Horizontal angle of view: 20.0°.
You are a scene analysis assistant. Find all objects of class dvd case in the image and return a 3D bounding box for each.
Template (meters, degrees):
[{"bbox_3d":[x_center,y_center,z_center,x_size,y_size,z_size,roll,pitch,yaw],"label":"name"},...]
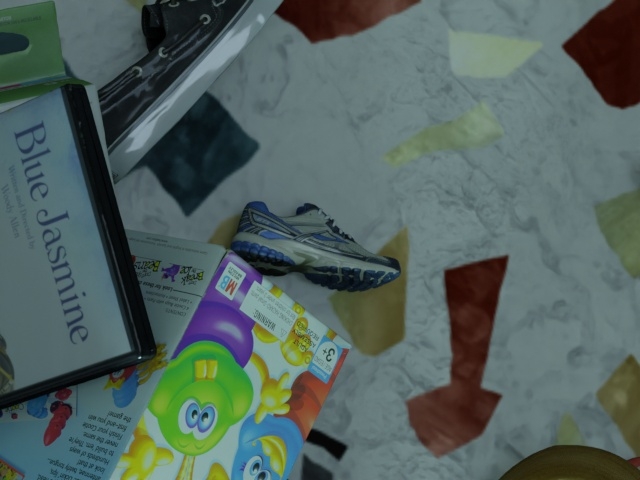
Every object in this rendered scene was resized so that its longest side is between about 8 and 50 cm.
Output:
[{"bbox_3d":[-0.231,0.024,1.181,0.022,0.253,0.180,-3,75,-61],"label":"dvd case"}]

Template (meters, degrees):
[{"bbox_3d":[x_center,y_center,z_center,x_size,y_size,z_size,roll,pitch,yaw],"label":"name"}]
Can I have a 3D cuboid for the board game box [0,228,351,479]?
[{"bbox_3d":[-0.124,0.148,1.195,0.142,0.144,0.275,40,70,-39],"label":"board game box"}]

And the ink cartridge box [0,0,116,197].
[{"bbox_3d":[-0.206,-0.053,1.252,0.109,0.062,0.209,-14,105,-24],"label":"ink cartridge box"}]

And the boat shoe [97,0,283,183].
[{"bbox_3d":[-0.108,-0.144,1.349,0.076,0.080,0.228,43,74,-9],"label":"boat shoe"}]

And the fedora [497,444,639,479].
[{"bbox_3d":[0.196,0.252,1.351,0.079,0.194,0.194,22,65,-54],"label":"fedora"}]

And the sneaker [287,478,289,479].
[{"bbox_3d":[-0.013,0.221,1.300,0.234,0.078,0.106,46,23,15],"label":"sneaker"}]

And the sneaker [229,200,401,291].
[{"bbox_3d":[0.000,0.000,1.368,0.135,0.052,0.058,13,69,-19],"label":"sneaker"}]

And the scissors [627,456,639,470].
[{"bbox_3d":[0.317,0.294,1.440,0.109,0.021,0.297,-18,83,-26],"label":"scissors"}]
